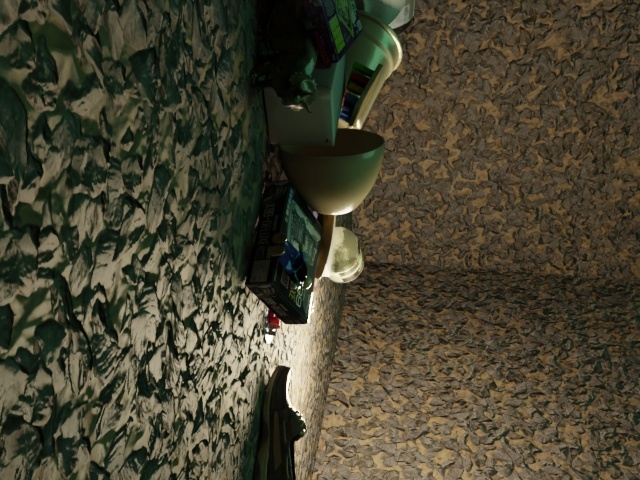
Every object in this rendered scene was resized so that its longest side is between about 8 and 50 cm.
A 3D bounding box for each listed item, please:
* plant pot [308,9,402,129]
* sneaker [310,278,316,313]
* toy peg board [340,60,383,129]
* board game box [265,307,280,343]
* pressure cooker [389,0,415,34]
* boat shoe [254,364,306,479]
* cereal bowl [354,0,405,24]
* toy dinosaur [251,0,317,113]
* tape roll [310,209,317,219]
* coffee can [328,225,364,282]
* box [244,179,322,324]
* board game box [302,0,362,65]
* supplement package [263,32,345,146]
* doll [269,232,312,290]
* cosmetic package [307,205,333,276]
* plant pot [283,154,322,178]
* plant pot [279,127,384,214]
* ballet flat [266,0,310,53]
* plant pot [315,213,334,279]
[{"bbox_3d":[0.064,-0.518,1.996,0.334,0.334,0.305,75,32,-68],"label":"plant pot"},{"bbox_3d":[-0.059,0.142,2.095,0.270,0.090,0.144,-74,165,-72],"label":"sneaker"},{"bbox_3d":[0.097,-0.418,1.778,0.160,0.079,0.161,-61,177,-20],"label":"toy peg board"},{"bbox_3d":[-0.129,0.218,1.809,0.133,0.033,0.168,9,86,-82],"label":"board game box"},{"bbox_3d":[0.170,-0.969,2.173,0.420,0.376,0.369,87,13,-46],"label":"pressure cooker"},{"bbox_3d":[-0.102,0.547,1.802,0.132,0.130,0.355,69,26,-73],"label":"boat shoe"},{"bbox_3d":[0.094,-0.790,1.950,0.141,0.339,0.339,-60,160,-28],"label":"cereal bowl"},{"bbox_3d":[-0.070,-0.418,1.446,0.121,0.160,0.313,76,20,-68],"label":"toy dinosaur"},{"bbox_3d":[-0.061,-0.010,2.029,0.189,0.080,0.188,4,90,-83],"label":"tape roll"},{"bbox_3d":[0.082,0.067,2.687,0.275,0.202,0.201,59,35,-76],"label":"coffee can"},{"bbox_3d":[-0.088,0.035,1.628,0.242,0.077,0.307,55,37,-51],"label":"box"},{"bbox_3d":[0.030,-0.582,1.536,0.347,0.056,0.208,-66,145,-57],"label":"board game box"},{"bbox_3d":[-0.033,-0.410,1.660,0.175,0.178,0.292,87,9,-46],"label":"supplement package"},{"bbox_3d":[-0.063,0.058,1.518,0.189,0.046,0.129,59,34,-46],"label":"doll"},{"bbox_3d":[-0.009,-0.046,2.340,0.377,0.098,0.284,72,25,-71],"label":"cosmetic package"},{"bbox_3d":[-0.031,-0.216,1.909,0.165,0.167,0.166,21,73,-73],"label":"plant pot"},{"bbox_3d":[0.033,-0.182,1.703,0.284,0.284,0.190,-71,161,-64],"label":"plant pot"},{"bbox_3d":[-0.056,-0.626,1.586,0.116,0.124,0.342,76,19,-64],"label":"ballet flat"},{"bbox_3d":[0.000,0.000,1.872,0.236,0.032,0.236,-170,-90,-82],"label":"plant pot"}]
